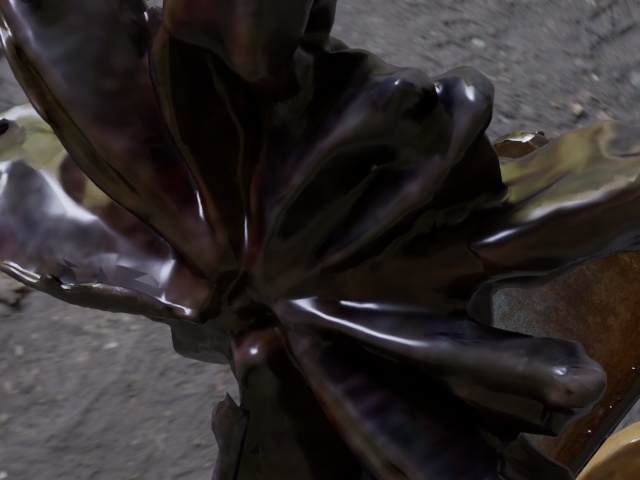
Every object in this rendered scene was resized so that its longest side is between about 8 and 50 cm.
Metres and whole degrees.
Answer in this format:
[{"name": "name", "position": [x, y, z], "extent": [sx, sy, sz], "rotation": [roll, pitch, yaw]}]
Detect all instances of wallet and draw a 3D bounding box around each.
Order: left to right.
[{"name": "wallet", "position": [0.072, 0.075, 0.896], "extent": [0.137, 0.031, 0.255], "rotation": [41, 113, 20]}]

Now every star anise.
[{"name": "star anise", "position": [-0.004, 0.000, 0.544], "extent": [0.283, 0.129, 0.212], "rotation": [41, 135, -1]}]

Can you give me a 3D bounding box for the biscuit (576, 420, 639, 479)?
[{"name": "biscuit", "position": [0.328, 0.212, 1.237], "extent": [0.355, 0.052, 0.275], "rotation": [-6, 107, 19]}]
